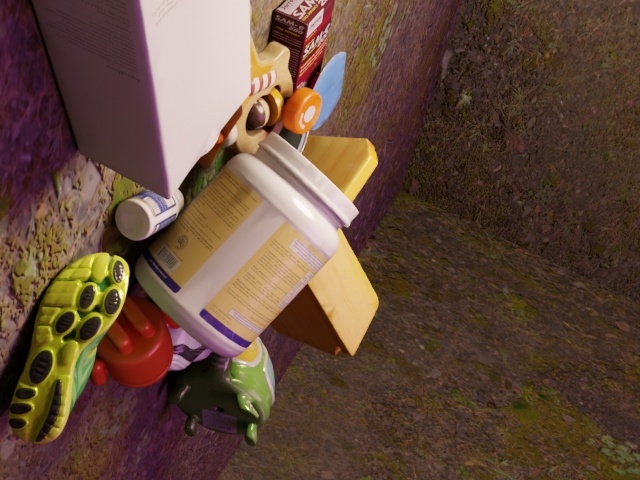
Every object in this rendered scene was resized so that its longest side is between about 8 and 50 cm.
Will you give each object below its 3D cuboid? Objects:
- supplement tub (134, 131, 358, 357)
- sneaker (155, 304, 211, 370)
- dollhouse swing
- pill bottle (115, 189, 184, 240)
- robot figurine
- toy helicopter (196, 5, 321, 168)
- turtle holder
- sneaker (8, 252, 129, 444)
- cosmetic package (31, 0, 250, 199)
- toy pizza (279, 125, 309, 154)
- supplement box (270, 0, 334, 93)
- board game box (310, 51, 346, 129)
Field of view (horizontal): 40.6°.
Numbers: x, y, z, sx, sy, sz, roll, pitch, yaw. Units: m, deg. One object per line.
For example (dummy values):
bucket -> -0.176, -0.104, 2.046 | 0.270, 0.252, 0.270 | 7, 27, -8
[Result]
supplement tub -> -0.121, 0.005, 1.460 | 0.331, 0.241, 0.241 | -47, 169, -1
sneaker -> -0.226, 0.120, 1.766 | 0.210, 0.137, 0.366 | -64, 166, 18
dollhouse swing -> 0.000, 0.000, 1.775 | 0.305, 0.347, 0.315 | -43, 119, -24
pill bottle -> -0.266, -0.048, 1.370 | 0.120, 0.067, 0.067 | -42, 156, -63
robot figurine -> -0.318, 0.176, 1.488 | 0.219, 0.128, 0.158 | 95, 7, -63
toy helicopter -> -0.136, -0.260, 1.435 | 0.235, 0.140, 0.355 | -50, 155, -20
turtle holder -> -0.234, 0.316, 2.065 | 0.320, 0.243, 0.227 | 58, 36, -37
sneaker -> -0.378, 0.150, 1.282 | 0.295, 0.109, 0.123 | -65, -168, -2
cosmetic package -> -0.195, -0.251, 1.005 | 0.217, 0.156, 0.385 | -57, 169, -30
toy pizza -> -0.084, -0.167, 1.752 | 0.201, 0.032, 0.201 | -39, -146, 33
supplement box -> -0.044, -0.362, 1.672 | 0.130, 0.073, 0.239 | -56, 167, -39
board game box -> 0.001, -0.306, 1.751 | 0.133, 0.033, 0.168 | -52, 161, -35
